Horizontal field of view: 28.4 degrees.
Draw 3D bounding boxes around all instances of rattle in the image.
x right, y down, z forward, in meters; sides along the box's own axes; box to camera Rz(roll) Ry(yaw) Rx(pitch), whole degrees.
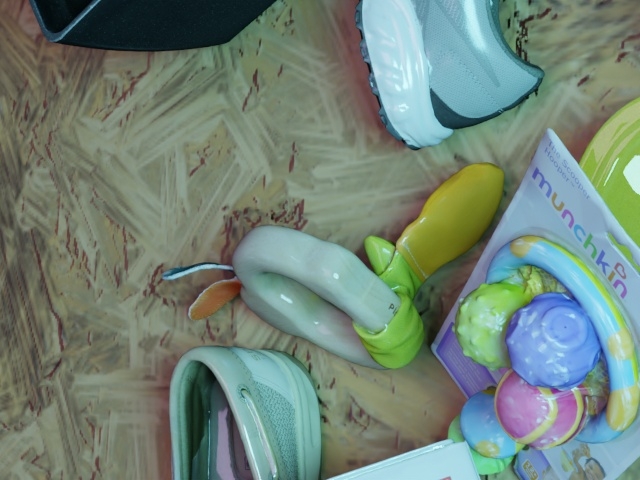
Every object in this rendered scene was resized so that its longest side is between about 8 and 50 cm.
[{"bbox_3d":[0.000,0.000,0.817,0.200,0.130,0.142,3,71,59],"label":"rattle"}]

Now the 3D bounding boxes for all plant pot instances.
[{"bbox_3d":[-0.096,-0.235,0.857,0.188,0.167,0.187,-37,64,21],"label":"plant pot"}]

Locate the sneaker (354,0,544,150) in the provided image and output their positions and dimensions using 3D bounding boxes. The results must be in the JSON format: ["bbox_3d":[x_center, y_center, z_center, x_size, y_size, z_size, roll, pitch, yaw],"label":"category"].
[{"bbox_3d":[0.062,-0.198,0.776,0.108,0.100,0.271,-16,96,17],"label":"sneaker"}]

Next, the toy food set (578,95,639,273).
[{"bbox_3d":[0.201,-0.016,0.697,0.128,0.071,0.218,27,100,9],"label":"toy food set"}]

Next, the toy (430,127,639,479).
[{"bbox_3d":[0.106,0.067,0.653,0.056,0.237,0.137,-26,67,-20],"label":"toy"}]

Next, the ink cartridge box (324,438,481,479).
[{"bbox_3d":[0.042,0.223,0.695,0.140,0.082,0.190,-17,75,-9],"label":"ink cartridge box"}]

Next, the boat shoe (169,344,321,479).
[{"bbox_3d":[-0.049,0.215,0.790,0.109,0.098,0.302,-11,76,31],"label":"boat shoe"}]
